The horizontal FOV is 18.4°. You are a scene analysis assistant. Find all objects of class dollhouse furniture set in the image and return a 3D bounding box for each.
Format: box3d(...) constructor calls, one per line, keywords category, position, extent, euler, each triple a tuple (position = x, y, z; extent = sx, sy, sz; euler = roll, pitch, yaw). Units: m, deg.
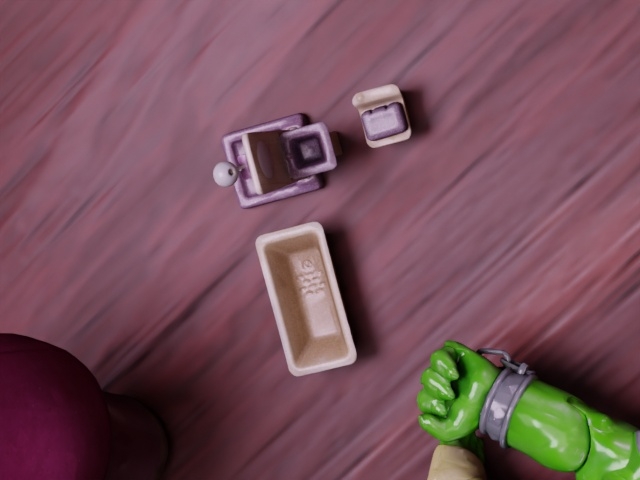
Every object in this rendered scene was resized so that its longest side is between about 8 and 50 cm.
box3d(category="dollhouse furniture set", position=(0.000, 0.000, 0.847), extent=(0.091, 0.081, 0.114), euler=(-14, 92, 18))

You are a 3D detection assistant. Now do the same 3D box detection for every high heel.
box3d(category="high heel", position=(-0.212, 0.204, 0.840), extent=(0.127, 0.181, 0.377), euler=(28, 87, 23))

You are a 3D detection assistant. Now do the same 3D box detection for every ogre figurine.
box3d(category="ogre figurine", position=(0.100, 0.146, 0.829), extent=(0.118, 0.097, 0.197), euler=(5, 87, 28))
